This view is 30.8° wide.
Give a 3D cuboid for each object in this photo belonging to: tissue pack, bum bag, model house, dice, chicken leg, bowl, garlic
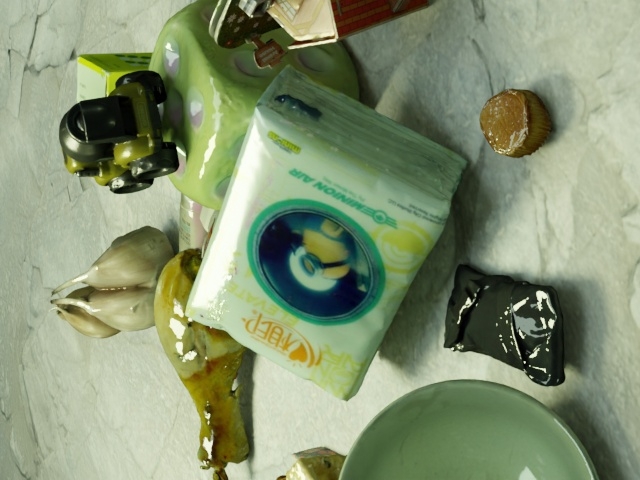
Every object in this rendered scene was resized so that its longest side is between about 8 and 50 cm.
[{"bbox_3d":[0.000,0.000,1.592,0.287,0.162,0.388,29,130,6],"label":"tissue pack"},{"bbox_3d":[0.220,0.101,1.441,0.248,0.060,0.123,9,103,59],"label":"bum bag"},{"bbox_3d":[0.021,-0.313,1.534,0.154,0.294,0.207,47,136,17],"label":"model house"},{"bbox_3d":[-0.106,-0.206,1.750,0.250,0.252,0.254,63,146,31],"label":"dice"},{"bbox_3d":[-0.202,0.229,2.091,0.201,0.152,0.429,1,105,43],"label":"chicken leg"},{"bbox_3d":[0.173,0.328,1.376,0.163,0.307,0.307,73,179,-70],"label":"bowl"},{"bbox_3d":[-0.403,0.083,2.315,0.237,0.292,0.210,-5,98,19],"label":"garlic"},{"bbox_3d":[0.000,0.357,1.848,0.083,0.063,0.035,12,109,59],"label":"tissue pack"}]

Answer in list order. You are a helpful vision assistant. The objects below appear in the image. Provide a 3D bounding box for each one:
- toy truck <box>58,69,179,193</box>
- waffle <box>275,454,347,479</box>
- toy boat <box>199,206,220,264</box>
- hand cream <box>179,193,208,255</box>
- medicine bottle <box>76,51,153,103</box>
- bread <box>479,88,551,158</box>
[{"bbox_3d":[-0.314,-0.150,1.705,0.224,0.165,0.147,-25,75,61],"label":"toy truck"},{"bbox_3d":[0.105,0.447,1.488,0.114,0.261,0.376,-55,48,33],"label":"waffle"},{"bbox_3d":[-0.157,-0.021,1.879,0.295,0.088,0.129,-78,6,-54],"label":"toy boat"},{"bbox_3d":[-0.238,0.024,2.187,0.111,0.070,0.312,38,130,45],"label":"hand cream"},{"bbox_3d":[-0.296,-0.256,2.061,0.137,0.250,0.141,27,120,53],"label":"medicine bottle"},{"bbox_3d":[0.236,-0.140,1.385,0.085,0.053,0.085,-1,88,48],"label":"bread"}]
